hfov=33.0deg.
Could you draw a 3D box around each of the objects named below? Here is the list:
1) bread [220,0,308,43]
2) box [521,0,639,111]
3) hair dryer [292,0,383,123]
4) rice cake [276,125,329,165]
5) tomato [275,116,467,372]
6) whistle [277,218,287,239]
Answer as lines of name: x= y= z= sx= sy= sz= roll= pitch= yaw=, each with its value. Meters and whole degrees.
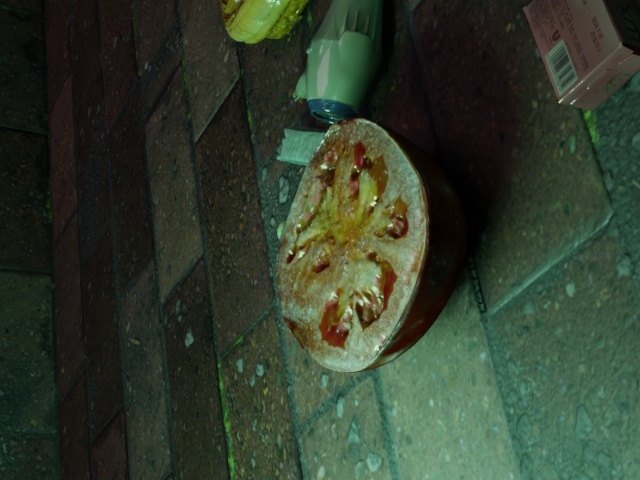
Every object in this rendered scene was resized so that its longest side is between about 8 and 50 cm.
bread: x=-0.094 y=-0.459 z=1.899 sx=0.236 sy=0.120 sz=0.198 roll=-48 pitch=42 yaw=47
box: x=0.295 y=-0.233 z=1.193 sx=0.111 sy=0.060 sz=0.156 roll=-47 pitch=47 yaw=47
hair dryer: x=0.033 y=-0.339 z=1.683 sx=0.298 sy=0.119 sz=0.296 roll=-132 pitch=61 yaw=-70
rice cake: x=0.002 y=-0.145 z=1.701 sx=0.206 sy=0.069 sz=0.063 roll=19 pitch=102 yaw=64
tomato: x=0.085 y=0.016 z=1.426 sx=0.338 sy=0.143 sz=0.338 roll=-16 pitch=71 yaw=55
whistle: x=0.000 y=0.000 z=1.667 sx=0.258 sy=0.067 sz=0.126 roll=18 pitch=98 yaw=64
